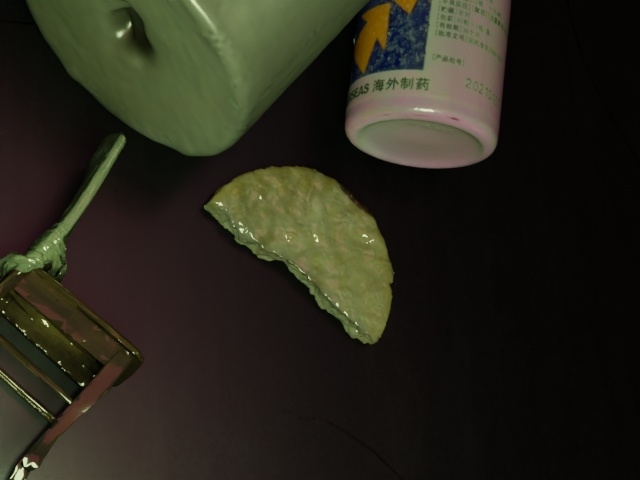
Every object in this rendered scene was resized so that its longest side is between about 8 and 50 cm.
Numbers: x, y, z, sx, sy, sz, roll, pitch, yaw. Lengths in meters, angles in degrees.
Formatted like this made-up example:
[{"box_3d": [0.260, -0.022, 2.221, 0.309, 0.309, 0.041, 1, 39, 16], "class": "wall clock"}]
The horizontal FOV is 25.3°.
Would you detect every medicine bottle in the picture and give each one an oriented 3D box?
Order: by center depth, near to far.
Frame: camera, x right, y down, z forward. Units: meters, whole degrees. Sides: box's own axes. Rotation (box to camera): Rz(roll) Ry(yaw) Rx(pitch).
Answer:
[{"box_3d": [0.130, -0.245, 1.657, 0.178, 0.178, 0.291, 13, 73, -19], "class": "medicine bottle"}]

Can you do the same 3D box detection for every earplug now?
[{"box_3d": [-0.088, -0.332, 1.520, 0.312, 0.312, 0.394, 44, 64, -7], "class": "earplug"}]

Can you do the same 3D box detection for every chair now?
[{"box_3d": [-0.254, 0.068, 1.438, 0.186, 0.160, 0.319, 41, 66, -2], "class": "chair"}]

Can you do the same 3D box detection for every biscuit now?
[{"box_3d": [-0.001, -0.005, 1.624, 0.250, 0.032, 0.133, 40, 66, -8], "class": "biscuit"}]
